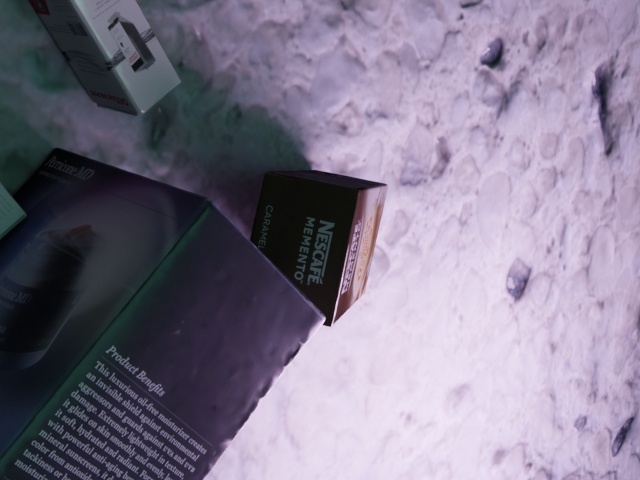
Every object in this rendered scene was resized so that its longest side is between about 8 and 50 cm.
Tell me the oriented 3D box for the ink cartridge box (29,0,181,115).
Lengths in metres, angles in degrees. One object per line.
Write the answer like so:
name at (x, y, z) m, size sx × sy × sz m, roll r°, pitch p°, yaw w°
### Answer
ink cartridge box at (-0.203, -0.191, 0.876) m, size 0.056 × 0.099 × 0.135 m, roll -44°, pitch 127°, yaw -23°

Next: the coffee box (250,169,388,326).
coffee box at (0.000, 0.000, 1.013) m, size 0.246 × 0.098 × 0.141 m, roll -26°, pitch 128°, yaw -78°

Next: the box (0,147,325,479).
box at (-0.211, 0.095, 0.826) m, size 0.294 × 0.296 × 0.183 m, roll -52°, pitch 128°, yaw -16°

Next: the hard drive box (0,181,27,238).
hard drive box at (-0.397, -0.016, 0.775) m, size 0.232 × 0.089 × 0.181 m, roll -46°, pitch 126°, yaw -21°
